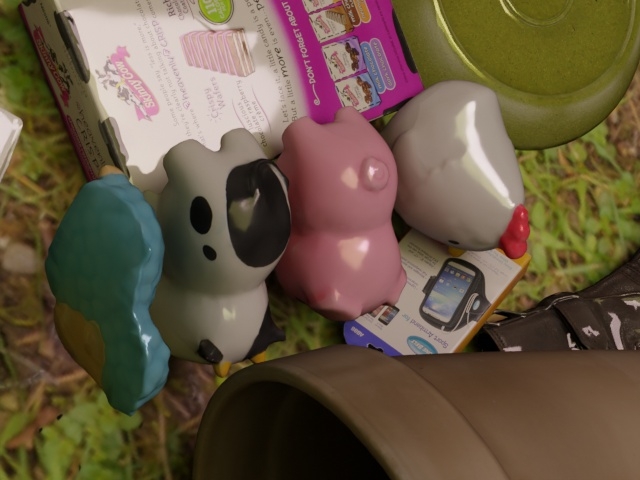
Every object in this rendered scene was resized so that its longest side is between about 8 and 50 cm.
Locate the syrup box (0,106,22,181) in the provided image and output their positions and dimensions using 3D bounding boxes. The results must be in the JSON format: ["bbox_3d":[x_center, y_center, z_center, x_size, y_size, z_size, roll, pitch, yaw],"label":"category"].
[{"bbox_3d":[-0.307,-0.079,1.031,0.237,0.093,0.096,28,71,-19],"label":"syrup box"}]

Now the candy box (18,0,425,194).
[{"bbox_3d":[-0.063,-0.126,1.168,0.233,0.071,0.159,-22,93,-27],"label":"candy box"}]

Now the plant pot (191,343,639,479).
[{"bbox_3d":[0.117,0.194,1.075,0.280,0.323,0.323,-17,90,-31],"label":"plant pot"}]

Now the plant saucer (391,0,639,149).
[{"bbox_3d":[0.154,-0.189,1.302,0.241,0.037,0.241,5,80,-25],"label":"plant saucer"}]

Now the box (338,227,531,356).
[{"bbox_3d":[0.076,0.040,1.215,0.081,0.028,0.136,36,68,15],"label":"box"}]

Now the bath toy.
[{"bbox_3d":[0.000,0.000,1.119,0.348,0.151,0.129,-19,64,-35],"label":"bath toy"}]

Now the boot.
[{"bbox_3d":[0.246,0.121,1.280,0.229,0.091,0.263,-33,91,-22],"label":"boot"}]
